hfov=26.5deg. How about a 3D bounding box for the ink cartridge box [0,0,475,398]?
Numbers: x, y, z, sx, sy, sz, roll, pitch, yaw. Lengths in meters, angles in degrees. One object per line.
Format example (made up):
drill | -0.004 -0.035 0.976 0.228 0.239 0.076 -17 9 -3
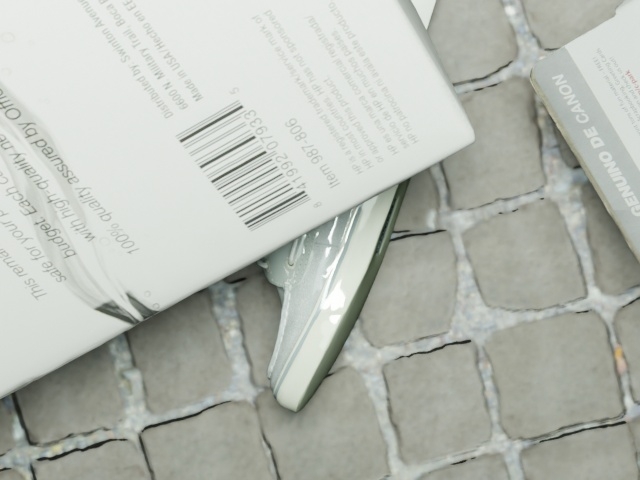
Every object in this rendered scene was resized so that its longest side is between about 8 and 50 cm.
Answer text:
ink cartridge box | -0.157 -0.101 0.791 0.395 0.166 0.285 -28 128 10

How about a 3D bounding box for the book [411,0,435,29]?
book | 0.044 -0.213 0.913 0.096 0.035 0.144 16 95 -2

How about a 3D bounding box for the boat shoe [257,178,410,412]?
boat shoe | 0.000 -0.001 0.916 0.081 0.079 0.227 21 91 10

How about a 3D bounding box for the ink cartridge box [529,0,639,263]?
ink cartridge box | 0.327 -0.056 0.839 0.272 0.130 0.309 -29 93 32
